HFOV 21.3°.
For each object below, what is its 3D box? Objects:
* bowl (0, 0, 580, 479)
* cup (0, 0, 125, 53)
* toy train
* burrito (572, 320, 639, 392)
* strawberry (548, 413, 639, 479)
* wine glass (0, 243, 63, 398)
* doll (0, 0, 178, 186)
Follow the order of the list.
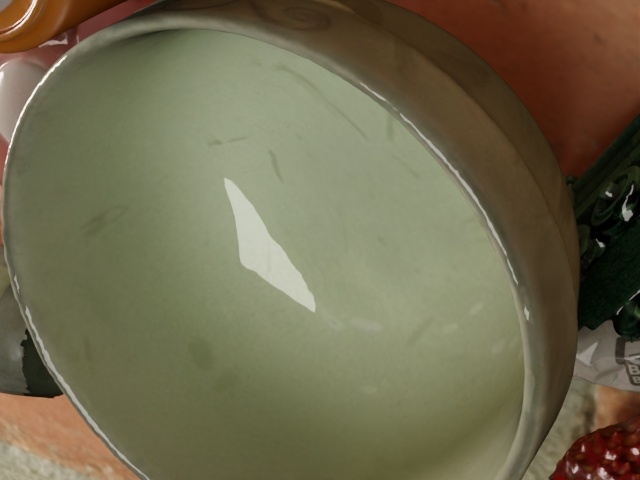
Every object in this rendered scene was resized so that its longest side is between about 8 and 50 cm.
[{"bbox_3d":[0.000,0.000,0.879,0.307,0.163,0.307,17,128,23],"label":"bowl"},{"bbox_3d":[-0.109,-0.214,0.836,0.226,0.264,0.182,33,134,16],"label":"cup"},{"bbox_3d":[0.177,-0.024,0.907,0.071,0.111,0.170,32,120,-15],"label":"toy train"},{"bbox_3d":[0.226,0.064,0.966,0.203,0.064,0.064,10,122,18],"label":"burrito"},{"bbox_3d":[0.267,0.153,0.982,0.236,0.106,0.175,33,162,3],"label":"strawberry"},{"bbox_3d":[-0.318,-0.010,1.041,0.309,0.096,0.264,14,158,25],"label":"wine glass"},{"bbox_3d":[-0.131,-0.079,1.008,0.211,0.093,0.262,-5,120,17],"label":"doll"}]
